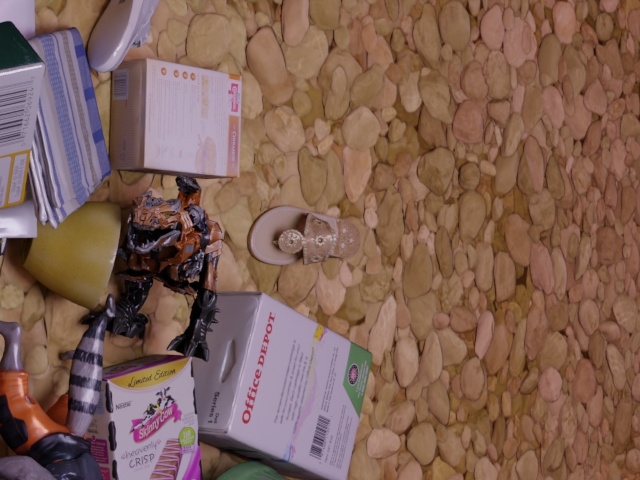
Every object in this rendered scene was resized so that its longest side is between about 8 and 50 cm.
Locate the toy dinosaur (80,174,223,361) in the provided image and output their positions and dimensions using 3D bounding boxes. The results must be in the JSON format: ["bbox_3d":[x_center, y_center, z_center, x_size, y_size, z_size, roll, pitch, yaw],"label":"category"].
[{"bbox_3d":[-0.177,0.032,1.937,0.322,0.164,0.218,22,83,-56],"label":"toy dinosaur"}]

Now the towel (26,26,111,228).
[{"bbox_3d":[-0.308,-0.142,1.793,0.285,0.034,0.209,-72,152,-76],"label":"towel"}]

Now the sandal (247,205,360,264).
[{"bbox_3d":[0.000,-0.007,2.247,0.240,0.079,0.088,2,88,-51],"label":"sandal"}]

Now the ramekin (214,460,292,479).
[{"bbox_3d":[-0.071,0.463,2.037,0.303,0.148,0.303,-36,133,-52],"label":"ramekin"}]

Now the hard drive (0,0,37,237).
[{"bbox_3d":[-0.420,-0.155,1.726,0.203,0.040,0.307,-1,90,-40],"label":"hard drive"}]

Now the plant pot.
[{"bbox_3d":[-0.308,0.009,1.838,0.095,0.134,0.134,14,77,-20],"label":"plant pot"}]

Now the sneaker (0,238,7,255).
[{"bbox_3d":[-0.376,-0.023,1.814,0.035,0.031,0.083,9,83,-52],"label":"sneaker"}]

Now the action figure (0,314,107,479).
[{"bbox_3d":[-0.320,0.247,1.712,0.341,0.178,0.330,53,25,-66],"label":"action figure"}]

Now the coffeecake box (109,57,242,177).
[{"bbox_3d":[-0.190,-0.159,2.018,0.185,0.068,0.142,4,86,-51],"label":"coffeecake box"}]

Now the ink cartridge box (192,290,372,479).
[{"bbox_3d":[-0.065,0.209,2.134,0.278,0.117,0.201,32,65,-47],"label":"ink cartridge box"}]

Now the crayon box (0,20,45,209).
[{"bbox_3d":[-0.454,-0.097,1.552,0.323,0.083,0.203,-18,144,-34],"label":"crayon box"}]

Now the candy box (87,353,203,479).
[{"bbox_3d":[-0.231,0.275,1.961,0.159,0.071,0.233,-13,100,-51],"label":"candy box"}]

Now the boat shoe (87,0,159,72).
[{"bbox_3d":[-0.246,-0.285,1.962,0.063,0.066,0.184,44,47,-42],"label":"boat shoe"}]
